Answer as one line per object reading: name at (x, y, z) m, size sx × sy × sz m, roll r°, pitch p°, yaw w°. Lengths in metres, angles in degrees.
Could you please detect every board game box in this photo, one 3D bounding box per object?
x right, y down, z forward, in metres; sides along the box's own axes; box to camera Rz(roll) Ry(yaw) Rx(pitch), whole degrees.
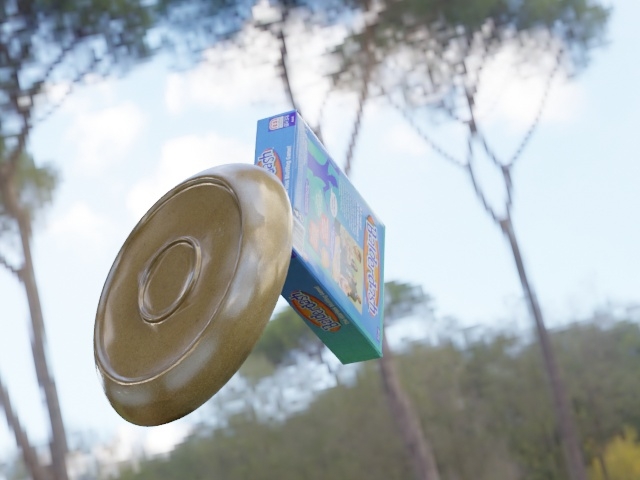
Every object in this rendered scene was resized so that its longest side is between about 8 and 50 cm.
board game box at (0.000, 0.000, 1.647) m, size 0.047 × 0.160 × 0.210 m, roll -14°, pitch -38°, yaw 22°

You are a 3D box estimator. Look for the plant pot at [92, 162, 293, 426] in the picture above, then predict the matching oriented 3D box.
plant pot at (-0.114, 0.036, 1.394) m, size 0.236 × 0.236 × 0.032 m, roll -25°, pitch -44°, yaw 39°
